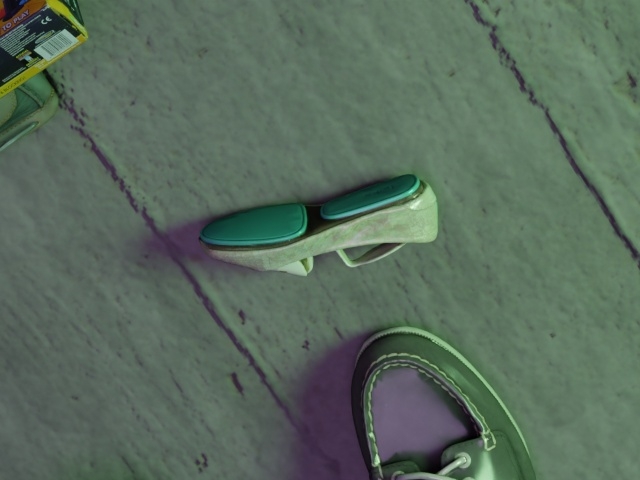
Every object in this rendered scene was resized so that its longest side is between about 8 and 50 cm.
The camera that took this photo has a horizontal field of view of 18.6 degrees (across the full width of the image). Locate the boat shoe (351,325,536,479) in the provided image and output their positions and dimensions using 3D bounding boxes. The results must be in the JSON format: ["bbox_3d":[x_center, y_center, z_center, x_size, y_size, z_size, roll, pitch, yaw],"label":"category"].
[{"bbox_3d":[0.110,0.222,1.387,0.112,0.095,0.335,-18,107,12],"label":"boat shoe"}]

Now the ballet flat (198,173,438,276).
[{"bbox_3d":[0.000,0.000,1.343,0.168,0.057,0.052,-12,118,10],"label":"ballet flat"}]

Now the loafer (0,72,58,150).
[{"bbox_3d":[-0.293,-0.035,1.342,0.267,0.096,0.084,-38,134,16],"label":"loafer"}]

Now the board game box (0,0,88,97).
[{"bbox_3d":[-0.243,-0.145,1.271,0.170,0.141,0.048,-32,143,15],"label":"board game box"}]
